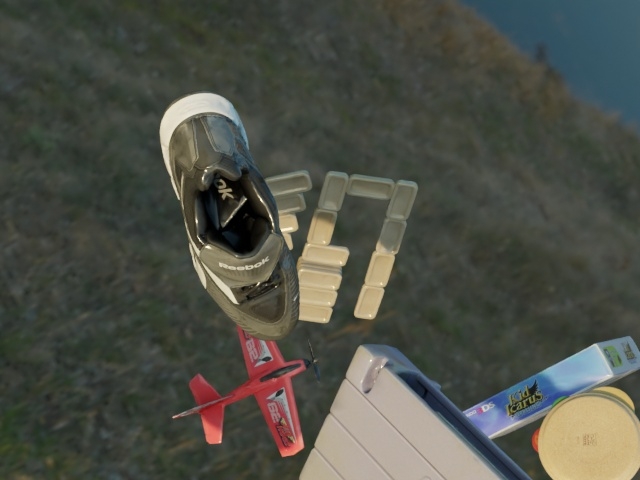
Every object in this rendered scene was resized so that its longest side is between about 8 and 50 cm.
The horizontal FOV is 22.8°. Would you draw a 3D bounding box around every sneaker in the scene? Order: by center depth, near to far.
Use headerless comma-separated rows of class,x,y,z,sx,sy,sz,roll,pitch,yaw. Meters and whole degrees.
sneaker,-0.064,0.005,1.227,0.106,0.078,0.234,-112,-176,-53

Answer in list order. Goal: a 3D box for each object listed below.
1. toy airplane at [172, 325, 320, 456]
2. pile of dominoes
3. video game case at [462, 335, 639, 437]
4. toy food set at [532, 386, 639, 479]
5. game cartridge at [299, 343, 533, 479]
toy airplane,-0.066,0.139,1.469,0.028,0.151,0.151,26,46,-68
pile of dominoes,0.000,0.000,2.040,0.196,0.251,0.040,9,39,-10
video game case,0.364,0.240,2.531,0.061,0.269,0.244,65,20,12
toy food set,0.204,0.154,1.206,0.020,0.083,0.083,63,10,-64
game cartridge,0.099,0.272,1.320,0.068,0.230,0.355,5,25,-37
